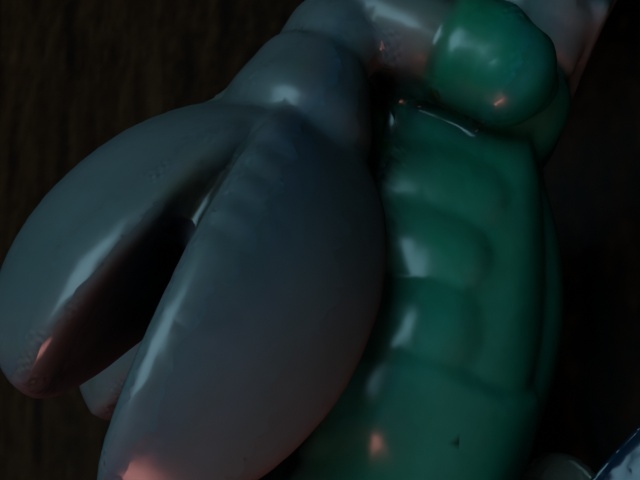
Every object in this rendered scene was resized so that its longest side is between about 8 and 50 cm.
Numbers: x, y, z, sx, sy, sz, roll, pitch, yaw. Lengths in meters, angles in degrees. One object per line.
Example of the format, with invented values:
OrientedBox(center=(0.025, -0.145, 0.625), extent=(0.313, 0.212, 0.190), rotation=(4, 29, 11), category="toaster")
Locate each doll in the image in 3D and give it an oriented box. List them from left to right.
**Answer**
OrientedBox(center=(0.000, 0.011, 0.468), extent=(0.153, 0.195, 0.258), rotation=(20, 54, 11), category="doll")

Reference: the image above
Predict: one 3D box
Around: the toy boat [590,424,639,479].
OrientedBox(center=(0.063, 0.187, 0.397), extent=(0.096, 0.062, 0.299), rotation=(10, 81, 17), category="toy boat")

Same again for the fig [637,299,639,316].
OrientedBox(center=(0.156, 0.060, 0.465), extent=(0.166, 0.093, 0.093), rotation=(-10, 55, 55), category="fig")

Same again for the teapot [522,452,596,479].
OrientedBox(center=(0.077, 0.110, 0.472), extent=(0.064, 0.064, 0.083), rotation=(23, 72, 27), category="teapot")
